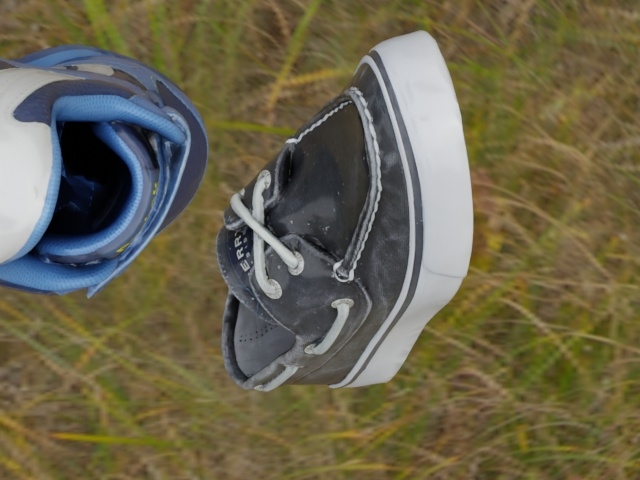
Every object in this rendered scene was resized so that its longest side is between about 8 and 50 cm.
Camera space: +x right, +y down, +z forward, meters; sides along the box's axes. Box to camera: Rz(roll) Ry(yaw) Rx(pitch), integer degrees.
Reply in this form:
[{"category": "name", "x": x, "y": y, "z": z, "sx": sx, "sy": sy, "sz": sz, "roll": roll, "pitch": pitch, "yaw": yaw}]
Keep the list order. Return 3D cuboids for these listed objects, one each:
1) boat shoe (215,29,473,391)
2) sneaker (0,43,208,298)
[{"category": "boat shoe", "x": 0.000, "y": 0.000, "z": 0.968, "sx": 0.102, "sy": 0.301, "sz": 0.108, "roll": -11, "pitch": 69, "yaw": -14}, {"category": "sneaker", "x": -0.053, "y": -0.013, "z": 0.414, "sx": 0.059, "sy": 0.144, "sz": 0.053, "roll": 20, "pitch": 99, "yaw": 20}]
